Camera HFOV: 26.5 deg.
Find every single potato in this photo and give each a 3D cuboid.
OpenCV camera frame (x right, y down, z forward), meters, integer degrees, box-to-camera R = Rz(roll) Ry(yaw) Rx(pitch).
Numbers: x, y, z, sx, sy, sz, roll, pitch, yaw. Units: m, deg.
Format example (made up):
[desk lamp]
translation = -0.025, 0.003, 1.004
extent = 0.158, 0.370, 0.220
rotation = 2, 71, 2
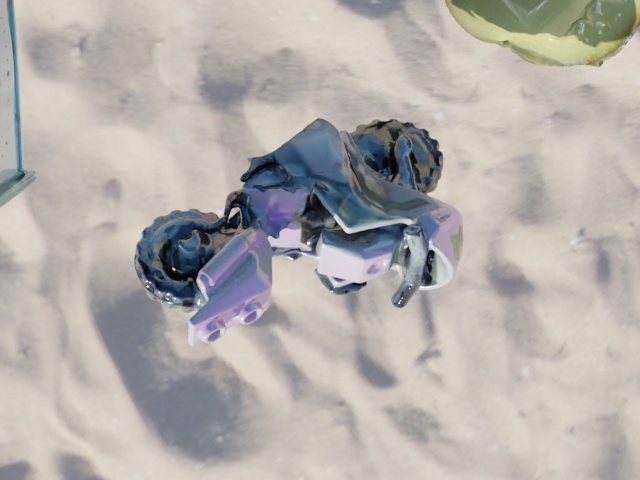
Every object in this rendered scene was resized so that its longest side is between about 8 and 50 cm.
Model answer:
[potato]
translation = 0.270, -0.316, 1.333
extent = 0.242, 0.242, 0.285
rotation = 46, 149, 9

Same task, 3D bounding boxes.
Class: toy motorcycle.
[toy motorcycle]
translation = 0.000, 0.000, 1.253
extent = 0.188, 0.327, 0.143
rotation = 51, 153, 26

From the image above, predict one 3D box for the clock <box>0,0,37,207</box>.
[clock]
translation = -0.335, -0.114, 1.076
extent = 0.116, 0.262, 0.231
rotation = 7, 113, 15
